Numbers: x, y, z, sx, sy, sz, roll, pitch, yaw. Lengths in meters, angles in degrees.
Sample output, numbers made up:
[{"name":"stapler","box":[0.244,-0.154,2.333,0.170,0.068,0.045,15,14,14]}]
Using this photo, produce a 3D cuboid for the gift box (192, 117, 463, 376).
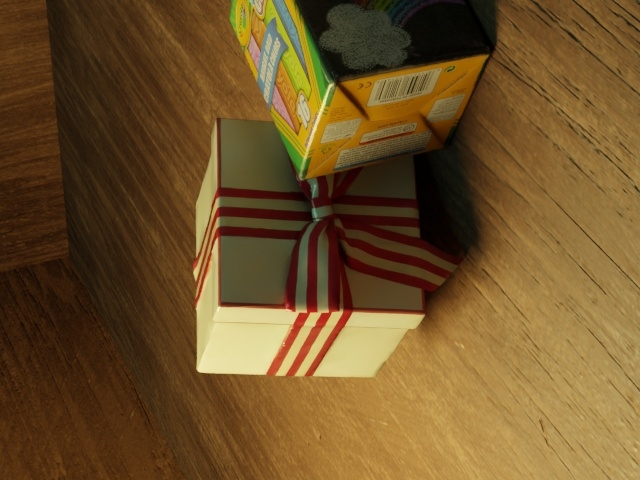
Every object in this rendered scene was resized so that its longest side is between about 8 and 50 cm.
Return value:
[{"name":"gift box","box":[0.000,0.000,1.727,0.258,0.276,0.255,114,151,-65]}]

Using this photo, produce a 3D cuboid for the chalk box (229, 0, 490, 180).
[{"name":"chalk box","box":[0.022,-0.240,1.596,0.179,0.180,0.289,110,142,-57]}]
